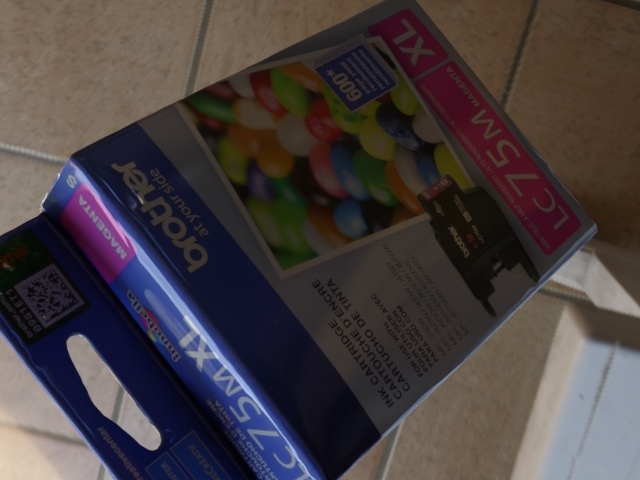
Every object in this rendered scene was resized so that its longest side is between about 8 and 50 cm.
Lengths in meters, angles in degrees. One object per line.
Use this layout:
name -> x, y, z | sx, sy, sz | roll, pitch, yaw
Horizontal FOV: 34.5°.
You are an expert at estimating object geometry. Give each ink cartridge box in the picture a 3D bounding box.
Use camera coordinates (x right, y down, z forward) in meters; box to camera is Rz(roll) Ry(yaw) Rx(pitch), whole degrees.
ink cartridge box -> 0.000, 0.000, 0.521 | 0.186, 0.311, 0.065 | 52, 141, 4
